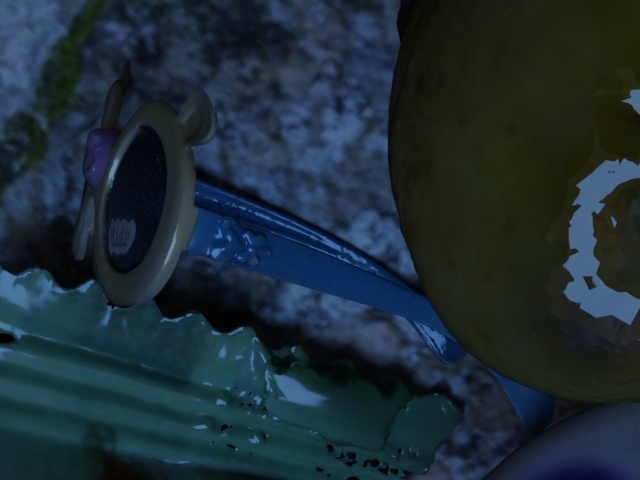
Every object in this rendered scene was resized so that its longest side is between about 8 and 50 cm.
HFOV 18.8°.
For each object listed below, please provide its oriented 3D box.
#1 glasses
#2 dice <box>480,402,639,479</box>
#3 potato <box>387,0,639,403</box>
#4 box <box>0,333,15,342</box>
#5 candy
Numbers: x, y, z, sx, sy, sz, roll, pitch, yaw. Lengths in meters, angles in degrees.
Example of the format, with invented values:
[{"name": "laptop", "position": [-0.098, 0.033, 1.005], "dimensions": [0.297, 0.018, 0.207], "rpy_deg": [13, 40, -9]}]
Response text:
[{"name": "glasses", "position": [-0.016, 0.026, 0.824], "dimensions": [0.220, 0.190, 0.088], "rpy_deg": [39, 87, -18]}, {"name": "dice", "position": [0.222, 0.221, 0.803], "dimensions": [0.304, 0.276, 0.304], "rpy_deg": [-19, 148, 28]}, {"name": "potato", "position": [0.135, -0.052, 0.718], "dimensions": [0.285, 0.242, 0.242], "rpy_deg": [-28, 114, 27]}, {"name": "box", "position": [-0.215, 0.084, 0.989], "dimensions": [0.121, 0.030, 0.193], "rpy_deg": [24, 124, -7]}, {"name": "candy", "position": [-0.125, 0.201, 0.985], "dimensions": [0.263, 0.172, 0.397], "rpy_deg": [16, 110, -27]}]
